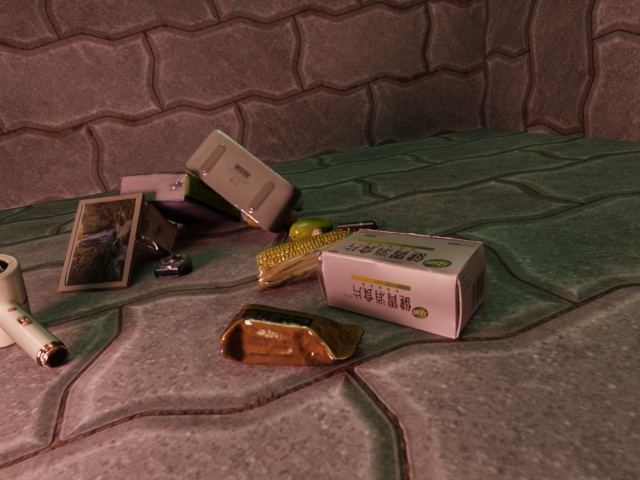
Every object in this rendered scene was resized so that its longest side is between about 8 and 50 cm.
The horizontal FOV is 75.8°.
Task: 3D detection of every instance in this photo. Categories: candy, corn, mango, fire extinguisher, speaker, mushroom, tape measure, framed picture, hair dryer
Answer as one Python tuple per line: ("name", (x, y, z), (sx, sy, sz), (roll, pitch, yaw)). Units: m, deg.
("candy", (-0.055, 0.187, 0.786), (0.271, 0.101, 0.143), (2, 16, 10))
("corn", (-0.035, 0.056, 1.116), (0.304, 0.122, 0.123), (-16, 49, -13))
("mango", (-0.031, -0.044, 1.425), (0.165, 0.074, 0.091), (-18, 20, -25))
("fire extinguisher", (0.138, -0.037, 1.394), (0.157, 0.045, 0.078), (-4, 48, 8))
("speaker", (-0.273, -0.219, 1.500), (0.406, 0.184, 0.183), (38, 3, 8))
("mushroom", (-0.635, -0.021, 1.450), (0.173, 0.162, 0.236), (-11, -23, 2))
("corn", (-0.189, -0.086, 1.610), (0.206, 0.068, 0.067), (-3, 21, 7))
("tape measure", (-0.472, 0.031, 1.264), (0.104, 0.180, 0.107), (-21, 19, 12))
("framed picture", (-0.691, 0.002, 1.309), (0.240, 0.325, 0.020), (-4, -23, 10))
("hair dryer", (-0.682, 0.189, 0.933), (0.361, 0.203, 0.128), (24, 30, 26))

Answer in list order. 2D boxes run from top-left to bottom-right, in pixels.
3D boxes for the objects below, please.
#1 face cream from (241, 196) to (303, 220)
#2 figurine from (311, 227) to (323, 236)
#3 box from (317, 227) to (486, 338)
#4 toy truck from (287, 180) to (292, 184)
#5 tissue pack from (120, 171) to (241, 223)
("face cream", (-0.207, -0.141, 1.747), (0.268, 0.082, 0.082), (-19, 23, -25))
("figurine", (0.000, 0.000, 1.339), (0.064, 0.047, 0.109), (-7, 30, -18))
("box", (0.175, 0.077, 0.916), (0.332, 0.145, 0.173), (8, 24, 36))
("toy truck", (-0.184, -0.209, 1.898), (0.116, 0.110, 0.216), (7, 21, 4))
("tissue pack", (-0.521, -0.154, 1.596), (0.287, 0.124, 0.394), (0, -9, 17))
